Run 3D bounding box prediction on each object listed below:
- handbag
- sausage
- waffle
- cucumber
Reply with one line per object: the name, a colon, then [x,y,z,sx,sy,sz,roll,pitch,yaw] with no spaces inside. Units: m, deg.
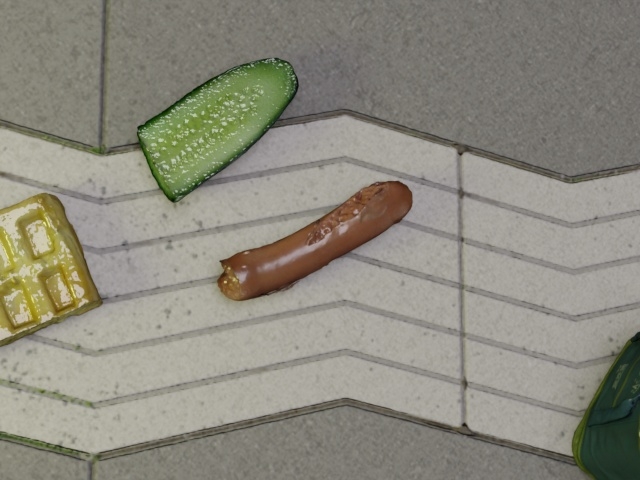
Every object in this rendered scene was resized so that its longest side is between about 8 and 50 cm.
handbag: [0.486,0.232,1.870,0.222,0.241,0.263,33,72,-5]
sausage: [0.000,-0.001,1.881,0.304,0.078,0.078,-27,87,-17]
waffle: [-0.426,0.055,1.773,0.274,0.057,0.168,-22,85,-16]
cucumber: [-0.129,-0.154,1.883,0.244,0.063,0.115,-36,81,-17]
